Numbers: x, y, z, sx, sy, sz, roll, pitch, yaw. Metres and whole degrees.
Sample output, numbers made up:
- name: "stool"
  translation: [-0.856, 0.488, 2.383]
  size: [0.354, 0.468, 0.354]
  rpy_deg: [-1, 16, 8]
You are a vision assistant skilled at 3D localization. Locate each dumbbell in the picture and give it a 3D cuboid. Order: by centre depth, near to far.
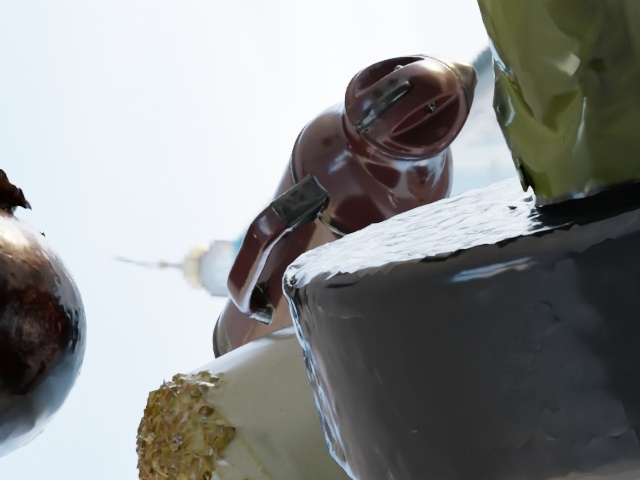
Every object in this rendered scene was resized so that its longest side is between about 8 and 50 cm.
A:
- name: "dumbbell"
  translation: [0.060, -0.102, 0.458]
  size: [0.204, 0.204, 0.322]
  rpy_deg: [-19, -84, -38]

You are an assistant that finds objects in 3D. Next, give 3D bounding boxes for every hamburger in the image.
- name: "hamburger"
  translation: [0.005, 0.191, 0.924]
  size: [0.179, 0.276, 0.294]
  rpy_deg: [-39, -85, -12]

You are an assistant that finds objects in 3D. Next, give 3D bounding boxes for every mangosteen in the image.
- name: "mangosteen"
  translation: [-0.267, 0.026, 1.100]
  size: [0.235, 0.235, 0.261]
  rpy_deg: [23, -99, -39]

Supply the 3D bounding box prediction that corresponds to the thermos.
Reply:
- name: "thermos"
  translation: [0.002, -0.007, 1.070]
  size: [0.136, 0.330, 0.109]
  rpy_deg: [5, -125, -16]
